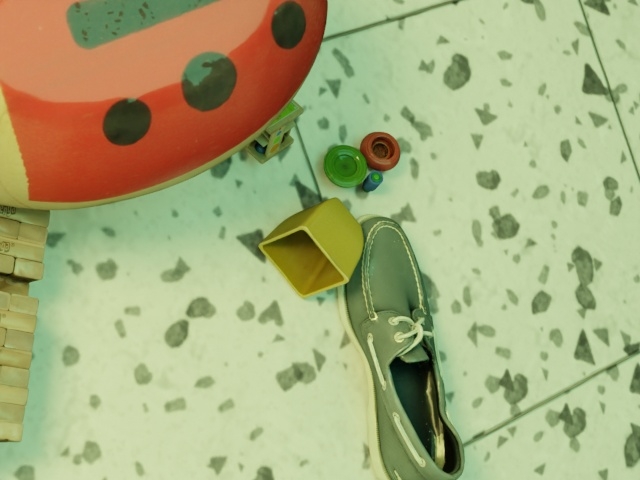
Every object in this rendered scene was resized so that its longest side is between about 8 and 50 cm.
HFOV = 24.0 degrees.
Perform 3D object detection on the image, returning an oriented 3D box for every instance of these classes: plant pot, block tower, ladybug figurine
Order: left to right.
[{"bbox_3d":[-0.319,0.034,1.415,0.091,0.097,0.335,13,76,-32],"label":"block tower"},{"bbox_3d":[-0.180,-0.193,1.343,0.449,0.162,0.305,-23,95,-17],"label":"ladybug figurine"},{"bbox_3d":[0.000,0.000,1.646,0.081,0.081,0.083,51,48,-16],"label":"plant pot"}]

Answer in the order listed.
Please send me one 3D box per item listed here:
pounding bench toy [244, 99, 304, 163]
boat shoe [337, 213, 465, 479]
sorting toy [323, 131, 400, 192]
[{"bbox_3d":[-0.070,-0.136,1.635,0.083,0.065,0.052,43,56,16],"label":"pounding bench toy"},{"bbox_3d":[0.100,0.123,1.677,0.116,0.099,0.319,-5,84,-34],"label":"boat shoe"},{"bbox_3d":[0.046,-0.084,1.719,0.102,0.042,0.061,-24,80,-23],"label":"sorting toy"}]
